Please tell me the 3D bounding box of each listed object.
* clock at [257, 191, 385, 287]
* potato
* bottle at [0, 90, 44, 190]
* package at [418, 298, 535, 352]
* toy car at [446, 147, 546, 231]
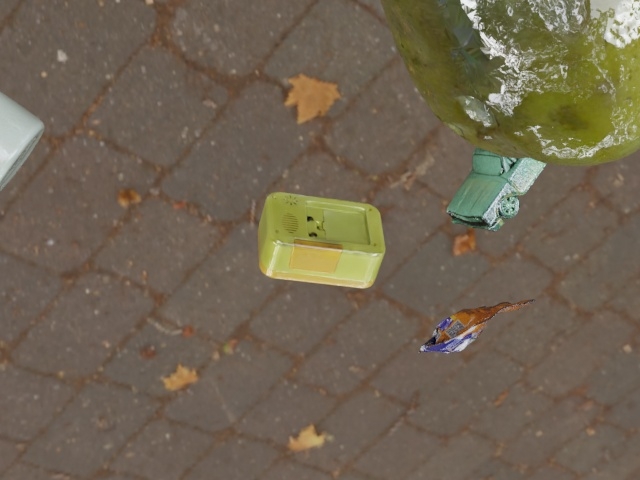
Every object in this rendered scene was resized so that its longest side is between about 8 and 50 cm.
[{"bbox_3d":[0.000,0.000,1.690,0.202,0.143,0.096,8,133,-12],"label":"clock"},{"bbox_3d":[0.125,-0.158,0.625,0.197,0.148,0.228,2,116,28],"label":"potato"},{"bbox_3d":[-0.415,-0.152,1.036,0.245,0.104,0.104,37,115,-11],"label":"bottle"},{"bbox_3d":[0.142,0.078,0.944,0.111,0.033,0.077,-29,163,-9],"label":"package"},{"bbox_3d":[0.355,-0.161,1.857,0.097,0.141,0.320,42,79,-26],"label":"toy car"}]
